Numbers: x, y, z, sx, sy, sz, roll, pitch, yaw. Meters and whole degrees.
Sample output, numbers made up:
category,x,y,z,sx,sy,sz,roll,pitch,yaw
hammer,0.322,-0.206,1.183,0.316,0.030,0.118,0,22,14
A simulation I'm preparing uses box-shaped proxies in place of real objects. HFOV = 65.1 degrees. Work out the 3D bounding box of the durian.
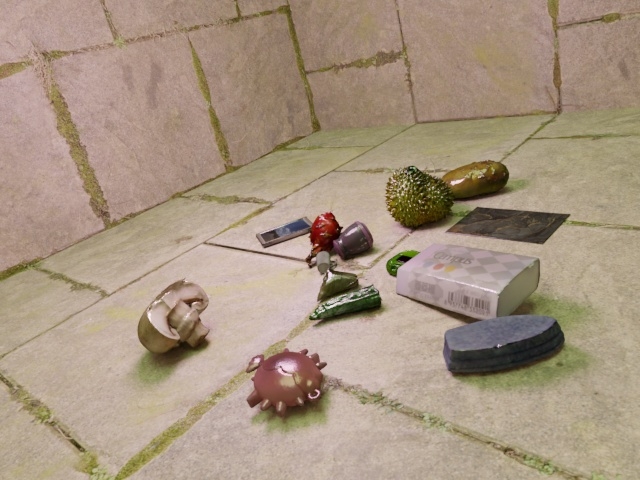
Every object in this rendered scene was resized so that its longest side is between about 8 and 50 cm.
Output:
category,x,y,z,sx,sy,sz,roll,pitch,yaw
durian,0.380,-0.169,2.015,0.291,0.225,0.291,19,28,-11

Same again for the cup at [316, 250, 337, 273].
category,x,y,z,sx,sy,sz,roll,pitch,yaw
cup,0.019,0.088,1.852,0.054,0.075,0.083,-48,18,19

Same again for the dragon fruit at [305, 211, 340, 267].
category,x,y,z,sx,sy,sz,roll,pitch,yaw
dragon fruit,0.000,0.000,1.948,0.125,0.125,0.246,-39,19,53

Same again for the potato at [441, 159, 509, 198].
category,x,y,z,sx,sy,sz,roll,pitch,yaw
potato,0.651,-0.261,2.143,0.298,0.141,0.176,-10,14,11

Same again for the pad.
category,x,y,z,sx,sy,sz,roll,pitch,yaw
pad,0.678,-0.062,1.835,0.367,0.007,0.247,9,32,46

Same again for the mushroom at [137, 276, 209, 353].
category,x,y,z,sx,sy,sz,roll,pitch,yaw
mushroom,-0.466,0.265,1.594,0.189,0.195,0.254,-40,11,39

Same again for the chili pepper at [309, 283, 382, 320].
category,x,y,z,sx,sy,sz,roll,pitch,yaw
chili pepper,0.072,0.202,1.528,0.226,0.059,0.088,-19,27,-5

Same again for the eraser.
category,x,y,z,sx,sy,sz,roll,pitch,yaw
eraser,0.403,0.108,1.438,0.213,0.082,0.396,-33,21,-24

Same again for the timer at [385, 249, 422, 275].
category,x,y,z,sx,sy,sz,roll,pitch,yaw
timer,0.297,0.078,1.687,0.128,0.047,0.140,-30,27,-31

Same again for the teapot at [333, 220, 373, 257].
category,x,y,z,sx,sy,sz,roll,pitch,yaw
teapot,0.113,-0.002,1.912,0.146,0.116,0.148,-30,29,-6

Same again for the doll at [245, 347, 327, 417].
category,x,y,z,sx,sy,sz,roll,pitch,yaw
doll,-0.091,0.342,1.252,0.262,0.093,0.211,7,34,41

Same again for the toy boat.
category,x,y,z,sx,sy,sz,roll,pitch,yaw
toy boat,0.431,0.241,1.185,0.282,0.078,0.127,-13,19,7

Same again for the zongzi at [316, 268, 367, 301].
category,x,y,z,sx,sy,sz,roll,pitch,yaw
zongzi,0.075,0.162,1.654,0.154,0.062,0.130,9,50,15

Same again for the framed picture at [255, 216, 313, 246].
category,x,y,z,sx,sy,sz,roll,pitch,yaw
framed picture,-0.159,-0.039,2.286,0.260,0.023,0.189,-20,20,-10

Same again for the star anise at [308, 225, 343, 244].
category,x,y,z,sx,sy,sz,roll,pitch,yaw
star anise,0.018,-0.028,2.095,0.167,0.057,0.168,-9,27,5
